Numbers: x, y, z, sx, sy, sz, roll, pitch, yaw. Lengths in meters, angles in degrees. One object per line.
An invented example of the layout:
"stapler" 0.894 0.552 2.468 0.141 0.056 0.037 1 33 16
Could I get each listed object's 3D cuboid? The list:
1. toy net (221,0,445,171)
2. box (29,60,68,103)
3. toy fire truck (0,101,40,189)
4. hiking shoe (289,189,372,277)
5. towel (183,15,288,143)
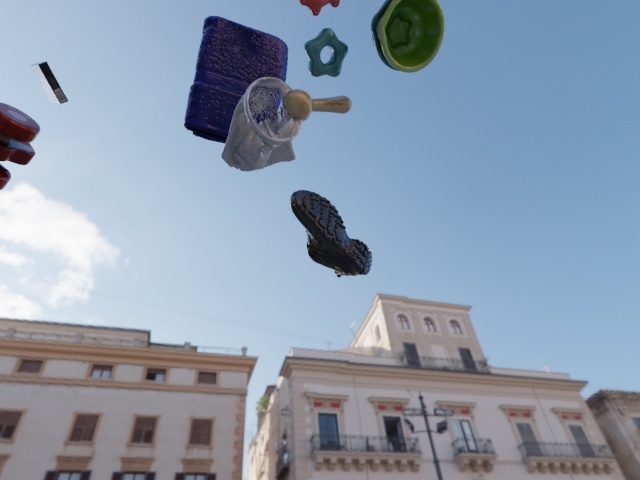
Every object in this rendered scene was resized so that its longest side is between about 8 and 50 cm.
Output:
"toy net" -0.001 -0.151 0.386 0.232 0.045 0.122 -43 -51 -2
"box" -0.812 -0.470 1.331 0.029 0.162 0.116 -34 -55 -25
"toy fire truck" -0.768 -0.257 0.929 0.169 0.254 0.302 -52 -28 10
"hiking shoe" 0.000 0.000 0.894 0.114 0.086 0.227 -23 -62 39
"towel" -0.204 -0.383 1.111 0.227 0.308 0.076 11 -14 -22
